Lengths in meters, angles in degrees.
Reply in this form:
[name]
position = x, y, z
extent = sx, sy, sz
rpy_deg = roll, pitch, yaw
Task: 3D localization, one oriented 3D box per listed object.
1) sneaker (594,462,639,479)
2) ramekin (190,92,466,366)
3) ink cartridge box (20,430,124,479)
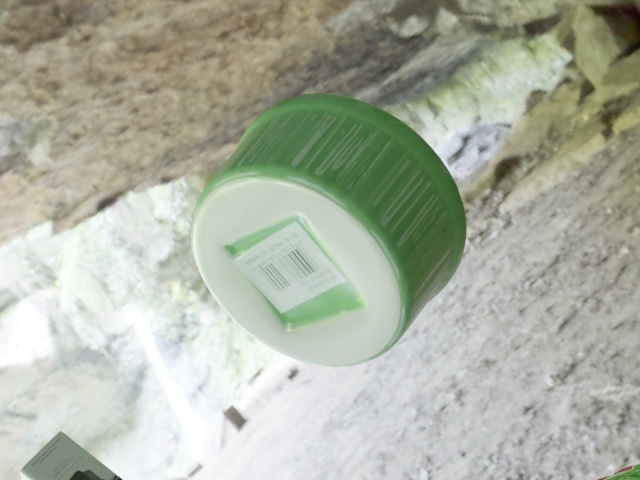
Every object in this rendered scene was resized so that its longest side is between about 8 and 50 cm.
[sneaker]
position = 0.502, 0.371, 1.121
extent = 0.185, 0.483, 0.202
rpy_deg = 119, 156, -61
[ramekin]
position = 0.000, 0.000, 1.069
extent = 0.303, 0.303, 0.148
rpy_deg = -37, 10, 44
[ink cartridge box]
position = -0.242, 0.291, 1.003
extent = 0.063, 0.150, 0.109
rpy_deg = -47, -16, -36
